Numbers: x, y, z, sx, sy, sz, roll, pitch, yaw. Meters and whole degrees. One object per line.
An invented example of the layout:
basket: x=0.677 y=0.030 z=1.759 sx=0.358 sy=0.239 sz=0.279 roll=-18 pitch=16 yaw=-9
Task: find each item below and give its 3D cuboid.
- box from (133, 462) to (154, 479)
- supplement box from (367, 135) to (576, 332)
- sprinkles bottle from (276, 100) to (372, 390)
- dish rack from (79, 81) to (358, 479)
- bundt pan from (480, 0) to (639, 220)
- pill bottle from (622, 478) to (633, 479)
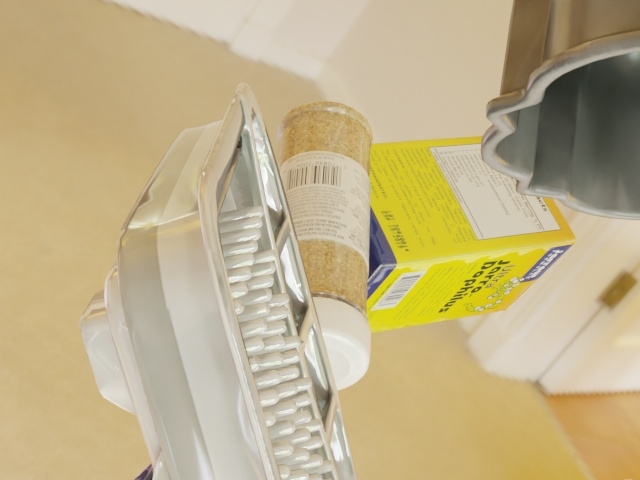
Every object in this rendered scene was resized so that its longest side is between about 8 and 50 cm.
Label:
box: x=-0.173 y=0.370 z=1.879 sx=0.108 sy=0.207 sz=0.153 roll=15 pitch=38 yaw=-45
supplement box: x=0.141 y=-0.009 z=1.963 sx=0.357 sy=0.195 sz=0.194 roll=-6 pitch=60 yaw=-35
sprinkles bottle: x=0.000 y=0.000 z=1.620 sx=0.121 sy=0.121 sz=0.355 roll=25 pitch=45 yaw=-24
dish rack: x=-0.037 y=0.084 z=0.672 sx=0.333 sy=0.072 sz=0.285 roll=-92 pitch=169 yaw=-76
bundt pan: x=0.240 y=-0.105 z=0.678 sx=0.331 sy=0.331 sz=0.124 roll=13 pitch=72 yaw=-41
pill bottle: x=0.468 y=0.403 z=1.978 sx=0.152 sy=0.086 sz=0.086 roll=41 pitch=21 yaw=-23
